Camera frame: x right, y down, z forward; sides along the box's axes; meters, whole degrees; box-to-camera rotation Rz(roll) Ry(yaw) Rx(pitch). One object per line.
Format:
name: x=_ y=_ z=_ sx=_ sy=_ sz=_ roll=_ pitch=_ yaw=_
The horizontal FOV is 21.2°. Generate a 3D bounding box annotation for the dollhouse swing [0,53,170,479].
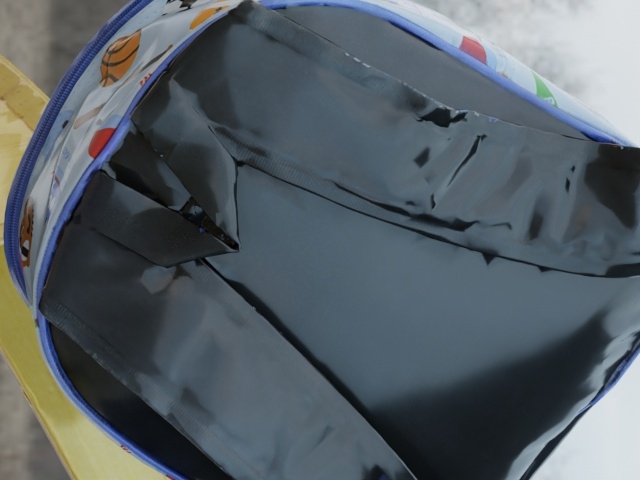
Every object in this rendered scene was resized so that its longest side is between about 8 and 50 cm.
dollhouse swing: x=-0.252 y=0.063 z=1.067 sx=0.347 sy=0.305 sz=0.315 roll=38 pitch=-25 yaw=55

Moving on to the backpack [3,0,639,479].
backpack: x=0.000 y=0.000 z=0.757 sx=0.276 sy=0.263 sz=0.213 roll=-56 pitch=-148 yaw=2
